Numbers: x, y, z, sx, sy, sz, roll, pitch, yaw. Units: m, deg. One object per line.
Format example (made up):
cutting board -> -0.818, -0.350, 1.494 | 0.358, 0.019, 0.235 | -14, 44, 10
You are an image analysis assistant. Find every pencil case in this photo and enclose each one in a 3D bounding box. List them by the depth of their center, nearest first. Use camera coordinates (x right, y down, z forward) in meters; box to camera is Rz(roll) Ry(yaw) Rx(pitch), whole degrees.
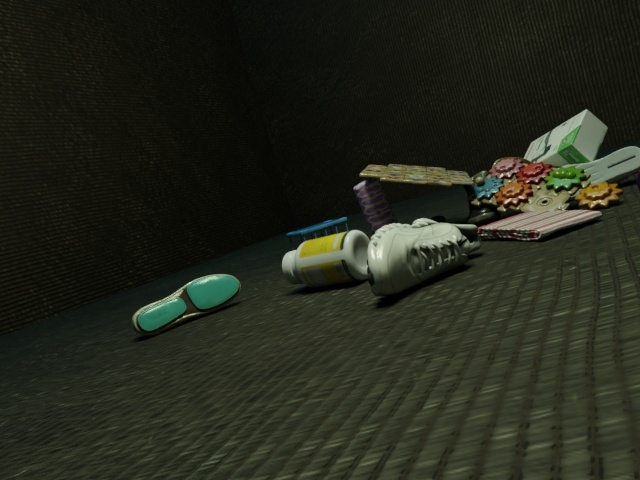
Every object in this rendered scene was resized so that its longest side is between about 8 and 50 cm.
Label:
pencil case -> 0.166, -0.081, 1.319 | 0.088, 0.206, 0.086 | -29, 12, -30

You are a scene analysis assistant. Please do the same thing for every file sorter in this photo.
file sorter -> 0.000, 0.000, 1.521 | 0.170, 0.104, 0.118 | -19, 6, -27

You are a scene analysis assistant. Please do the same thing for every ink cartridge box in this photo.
ink cartridge box -> 0.683, -0.252, 1.343 | 0.153, 0.087, 0.208 | -56, 7, -25

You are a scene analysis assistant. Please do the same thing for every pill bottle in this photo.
pill bottle -> 0.012, 0.043, 0.978 | 0.184, 0.103, 0.103 | -12, 6, 36

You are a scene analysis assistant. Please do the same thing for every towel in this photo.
towel -> 0.422, -0.029, 0.923 | 0.144, 0.029, 0.197 | -17, 7, -14

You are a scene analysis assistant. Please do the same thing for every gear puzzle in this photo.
gear puzzle -> 0.503, -0.124, 1.074 | 0.175, 0.044, 0.339 | -42, 33, -15

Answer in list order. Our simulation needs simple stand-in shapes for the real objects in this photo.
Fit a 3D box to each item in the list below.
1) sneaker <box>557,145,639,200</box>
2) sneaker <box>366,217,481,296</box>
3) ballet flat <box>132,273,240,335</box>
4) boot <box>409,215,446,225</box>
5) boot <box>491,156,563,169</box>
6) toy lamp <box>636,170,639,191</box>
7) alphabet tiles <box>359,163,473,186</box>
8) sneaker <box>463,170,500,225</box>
sneaker -> 0.688, -0.153, 1.203 | 0.258, 0.094, 0.091 | -18, -23, 12
sneaker -> 0.177, 0.017, 0.788 | 0.118, 0.110, 0.292 | -1, 13, 38
ballet flat -> -0.302, 0.146, 1.064 | 0.248, 0.086, 0.086 | -20, 6, -29
boot -> 0.311, -0.045, 1.436 | 0.106, 0.037, 0.114 | -16, 0, -22
boot -> 0.554, -0.163, 1.316 | 0.213, 0.077, 0.165 | 7, -13, -7
toy lamp -> 0.738, -0.145, 0.901 | 0.275, 0.080, 0.080 | -18, 5, -14
alphabet tiles -> 0.262, -0.183, 1.284 | 0.285, 0.011, 0.342 | 6, 16, 11
sneaker -> 0.424, -0.111, 1.250 | 0.087, 0.130, 0.227 | -16, 6, 26
